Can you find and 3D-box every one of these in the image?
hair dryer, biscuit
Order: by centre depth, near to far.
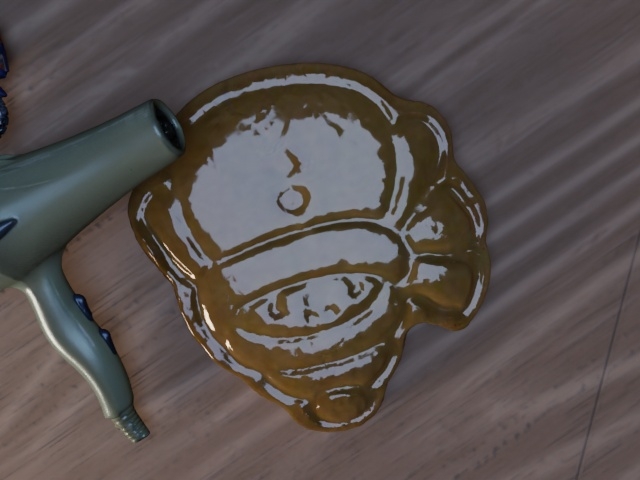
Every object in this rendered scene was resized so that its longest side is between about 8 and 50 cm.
[{"bbox_3d":[-0.204,0.006,1.119,0.298,0.119,0.296,38,113,-8],"label":"hair dryer"},{"bbox_3d":[0.000,0.000,1.157,0.312,0.057,0.351,-27,95,4],"label":"biscuit"}]

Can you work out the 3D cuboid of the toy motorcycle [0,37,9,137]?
[{"bbox_3d":[-0.368,-0.176,1.136,0.205,0.076,0.114,32,87,-1],"label":"toy motorcycle"}]
